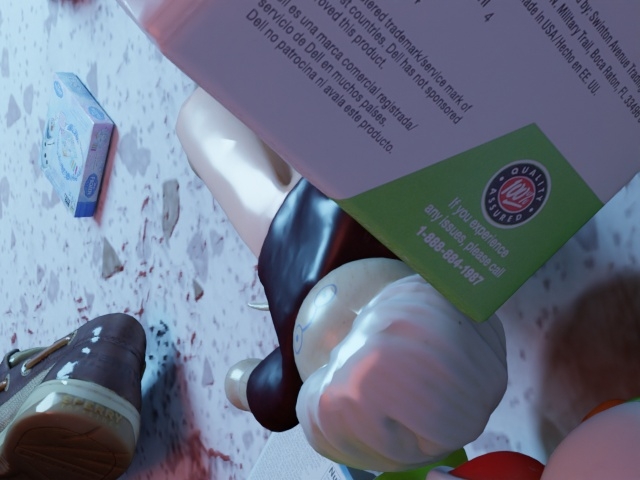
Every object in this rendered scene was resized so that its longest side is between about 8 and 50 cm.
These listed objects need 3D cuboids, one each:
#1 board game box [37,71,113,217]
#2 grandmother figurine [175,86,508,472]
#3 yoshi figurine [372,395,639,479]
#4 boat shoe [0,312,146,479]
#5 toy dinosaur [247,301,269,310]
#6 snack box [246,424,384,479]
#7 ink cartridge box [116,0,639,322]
[{"bbox_3d":[-0.205,-0.080,1.148,0.090,0.020,0.090,49,132,43],"label":"board game box"},{"bbox_3d":[0.000,0.000,0.661,0.342,0.104,0.207,-118,40,-62],"label":"grandmother figurine"},{"bbox_3d":[0.079,0.176,0.557,0.362,0.203,0.203,-28,76,35],"label":"yoshi figurine"},{"bbox_3d":[-0.224,0.147,1.141,0.342,0.123,0.123,-43,29,56],"label":"boat shoe"},{"bbox_3d":[0.023,0.002,0.799,0.183,0.053,0.092,-59,31,31],"label":"toy dinosaur"},{"bbox_3d":[0.043,0.258,0.771,0.322,0.060,0.187,59,138,34],"label":"snack box"},{"bbox_3d":[0.077,-0.134,0.451,0.273,0.198,0.115,-45,47,5],"label":"ink cartridge box"}]
